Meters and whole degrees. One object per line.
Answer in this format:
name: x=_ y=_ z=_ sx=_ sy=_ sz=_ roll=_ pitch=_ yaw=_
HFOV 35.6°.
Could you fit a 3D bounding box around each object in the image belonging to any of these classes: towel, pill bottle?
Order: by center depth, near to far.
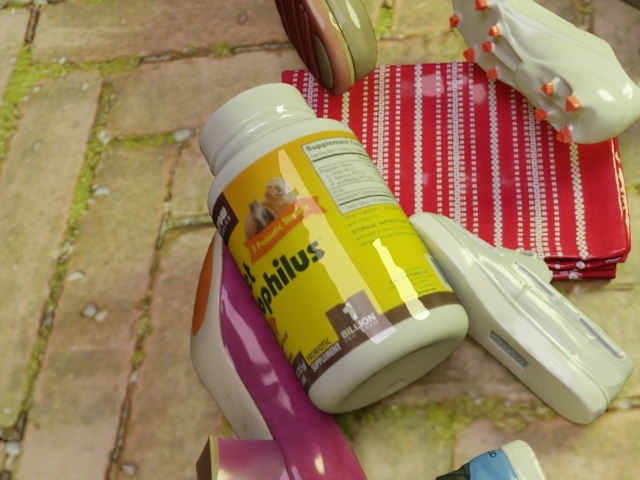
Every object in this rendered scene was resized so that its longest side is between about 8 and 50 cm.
pill bottle: x=0.000 y=0.000 z=0.678 sx=0.117 sy=0.117 sz=0.215 roll=-29 pitch=69 yaw=-4
towel: x=0.094 y=-0.061 z=0.774 sx=0.275 sy=0.031 sz=0.198 roll=-1 pitch=62 yaw=12

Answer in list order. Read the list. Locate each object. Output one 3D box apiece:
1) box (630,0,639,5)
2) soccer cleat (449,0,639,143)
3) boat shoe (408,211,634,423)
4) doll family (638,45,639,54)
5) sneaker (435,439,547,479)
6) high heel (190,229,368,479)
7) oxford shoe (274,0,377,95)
box: x=0.320 y=-0.288 z=0.796 sx=0.103 sy=0.114 sz=0.203 roll=36 pitch=75 yaw=27
soccer cleat: x=0.168 y=-0.143 z=0.754 sx=0.076 sy=0.068 sz=0.196 roll=-18 pitch=52 yaw=-22
boat shoe: x=0.136 y=0.040 z=0.684 sx=0.063 sy=0.066 sz=0.184 roll=-39 pitch=69 yaw=-21
doll family: x=0.307 y=-0.146 z=0.726 sx=0.193 sy=0.111 sz=0.076 roll=20 pitch=69 yaw=21
sneaker: x=0.120 y=0.203 z=0.610 sx=0.085 sy=0.058 sz=0.152 roll=-21 pitch=56 yaw=-6
high heel: x=-0.027 y=0.089 z=0.709 sx=0.117 sy=0.082 sz=0.244 roll=8 pitch=45 yaw=-18
oxford shoe: x=0.010 y=-0.272 z=0.847 sx=0.130 sy=0.123 sz=0.348 roll=-13 pitch=59 yaw=-3
